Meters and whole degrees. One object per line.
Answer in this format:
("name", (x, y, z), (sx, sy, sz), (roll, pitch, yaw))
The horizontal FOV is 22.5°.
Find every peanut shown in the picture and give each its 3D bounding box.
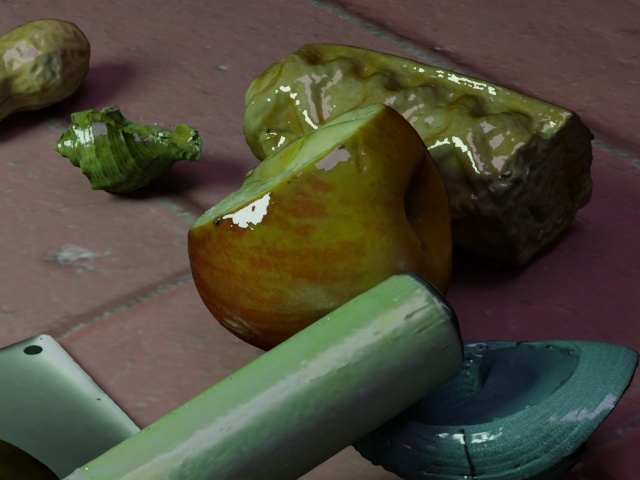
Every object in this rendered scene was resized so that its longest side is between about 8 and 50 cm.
("peanut", (-0.265, -0.138, 1.379), (0.080, 0.080, 0.174), (26, 44, 34))

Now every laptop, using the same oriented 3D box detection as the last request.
("laptop", (-0.246, 0.146, 0.993), (0.269, 0.015, 0.187), (-21, 38, -29))

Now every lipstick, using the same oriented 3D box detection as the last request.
("lipstick", (-0.049, 0.119, 0.927), (0.304, 0.076, 0.076), (-32, 43, -20))

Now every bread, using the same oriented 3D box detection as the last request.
("bread", (0.064, -0.072, 1.233), (0.267, 0.130, 0.152), (21, 1, 28))

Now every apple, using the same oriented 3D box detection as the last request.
("apple", (0.000, 0.000, 1.084), (0.173, 0.160, 0.195), (-8, 16, 23))

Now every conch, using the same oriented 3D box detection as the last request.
("conch", (-0.154, -0.079, 1.284), (0.121, 0.074, 0.089), (-2, 44, 4))

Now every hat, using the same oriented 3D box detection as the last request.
("hat", (0.109, 0.115, 0.996), (0.190, 0.078, 0.138), (-4, 23, 31))

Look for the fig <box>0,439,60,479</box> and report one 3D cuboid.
("fig", (-0.222, 0.202, 0.722), (0.271, 0.239, 0.239), (-13, 27, 23))
